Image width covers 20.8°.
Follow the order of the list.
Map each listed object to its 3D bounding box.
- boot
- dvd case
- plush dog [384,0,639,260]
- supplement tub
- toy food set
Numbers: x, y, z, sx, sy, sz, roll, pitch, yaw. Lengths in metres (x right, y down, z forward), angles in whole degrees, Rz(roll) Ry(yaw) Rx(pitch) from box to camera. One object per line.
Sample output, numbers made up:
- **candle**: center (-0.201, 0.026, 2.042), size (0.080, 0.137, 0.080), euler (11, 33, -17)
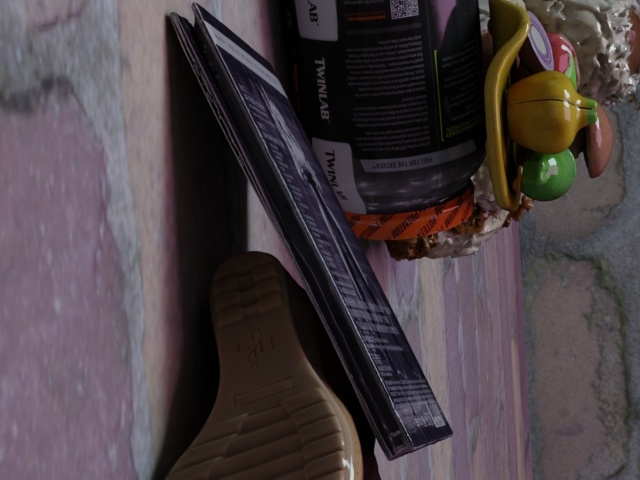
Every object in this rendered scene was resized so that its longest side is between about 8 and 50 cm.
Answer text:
- **boot**: center (0.002, 0.146, 0.789), size (0.248, 0.090, 0.206), euler (-91, 162, -51)
- **dvd case**: center (0.000, 0.000, 0.835), size (0.221, 0.018, 0.164), euler (64, 8, 8)
- **plush dog**: center (0.102, -0.092, 1.337), size (0.262, 0.211, 0.225), euler (-17, 122, -50)
- **supplement tub**: center (0.040, -0.104, 1.043), size (0.117, 0.117, 0.190), euler (-67, 153, -67)
- **toy food set**: center (0.144, -0.083, 1.078), size (0.218, 0.071, 0.128), euler (-3, 90, -80)
